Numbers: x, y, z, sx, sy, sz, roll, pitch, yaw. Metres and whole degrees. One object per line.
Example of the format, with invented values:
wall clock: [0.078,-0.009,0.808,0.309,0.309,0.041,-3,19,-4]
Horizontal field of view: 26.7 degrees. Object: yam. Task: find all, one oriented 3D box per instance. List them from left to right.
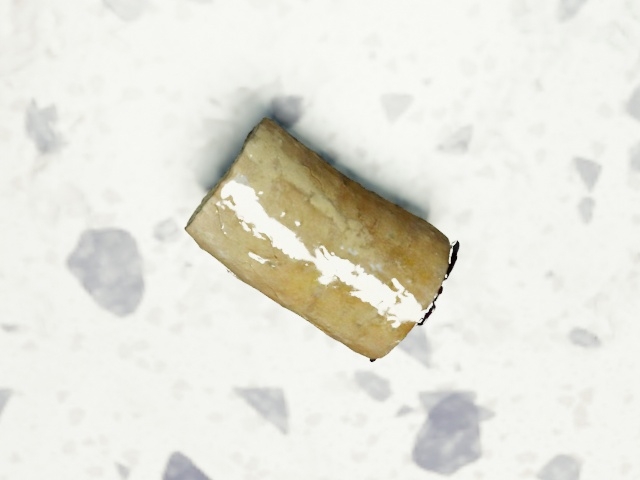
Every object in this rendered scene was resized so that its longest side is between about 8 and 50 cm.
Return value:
yam: [0.000,0.000,0.691,0.127,0.084,0.084,34,108,-12]
